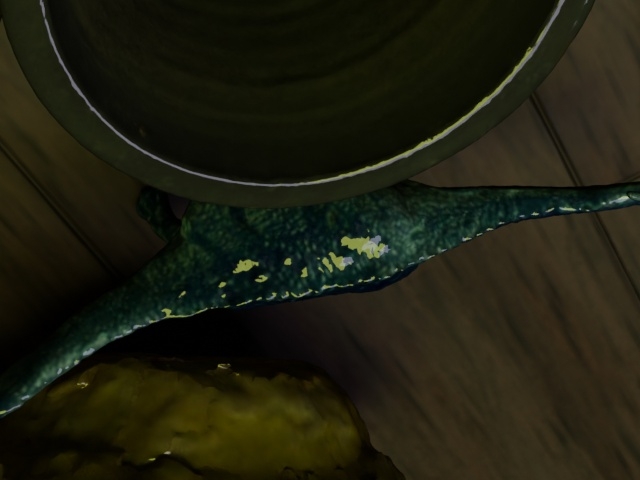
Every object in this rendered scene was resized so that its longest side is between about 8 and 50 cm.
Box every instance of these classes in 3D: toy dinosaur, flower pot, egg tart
[{"bbox_3d":[-0.007,-0.006,0.668,0.363,0.147,0.076,-14,132,-9],"label":"toy dinosaur"},{"bbox_3d":[-0.014,-0.147,0.540,0.235,0.148,0.235,-9,133,-10],"label":"flower pot"},{"bbox_3d":[-0.075,0.116,0.719,0.295,0.295,0.116,2,84,-13],"label":"egg tart"}]
